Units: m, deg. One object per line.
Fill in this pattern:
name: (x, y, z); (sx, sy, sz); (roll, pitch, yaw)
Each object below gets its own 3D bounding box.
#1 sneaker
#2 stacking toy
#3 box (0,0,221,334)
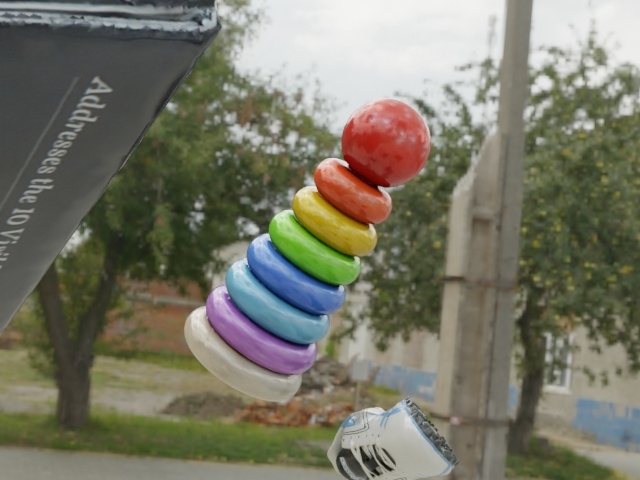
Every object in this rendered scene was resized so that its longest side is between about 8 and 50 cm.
sneaker: (0.065, 0.205, 0.929); (0.086, 0.085, 0.237); (-37, -3, -16)
stacking toy: (0.000, 0.000, 0.988); (0.141, 0.330, 0.141); (33, 12, -8)
box: (-0.383, -0.053, 0.394); (0.472, 0.297, 0.480); (-7, -26, -42)
